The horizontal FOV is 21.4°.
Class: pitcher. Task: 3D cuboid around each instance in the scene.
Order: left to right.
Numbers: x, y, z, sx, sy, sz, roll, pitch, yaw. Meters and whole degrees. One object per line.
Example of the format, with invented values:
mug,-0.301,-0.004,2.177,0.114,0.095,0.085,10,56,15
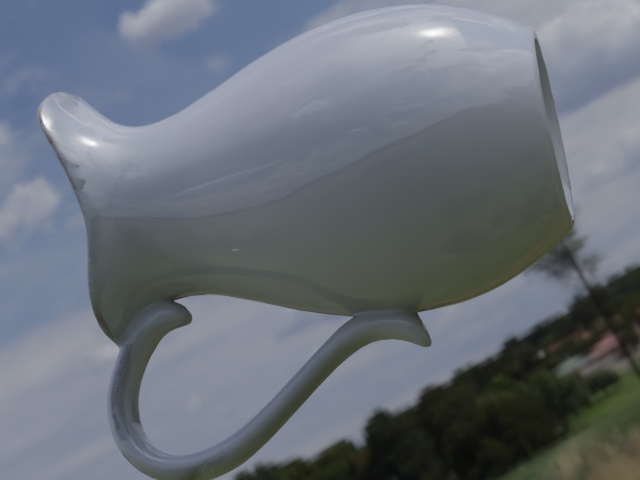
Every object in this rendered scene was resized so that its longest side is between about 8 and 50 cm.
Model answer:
pitcher,0.000,0.000,0.699,0.207,0.177,0.125,-12,-11,11
